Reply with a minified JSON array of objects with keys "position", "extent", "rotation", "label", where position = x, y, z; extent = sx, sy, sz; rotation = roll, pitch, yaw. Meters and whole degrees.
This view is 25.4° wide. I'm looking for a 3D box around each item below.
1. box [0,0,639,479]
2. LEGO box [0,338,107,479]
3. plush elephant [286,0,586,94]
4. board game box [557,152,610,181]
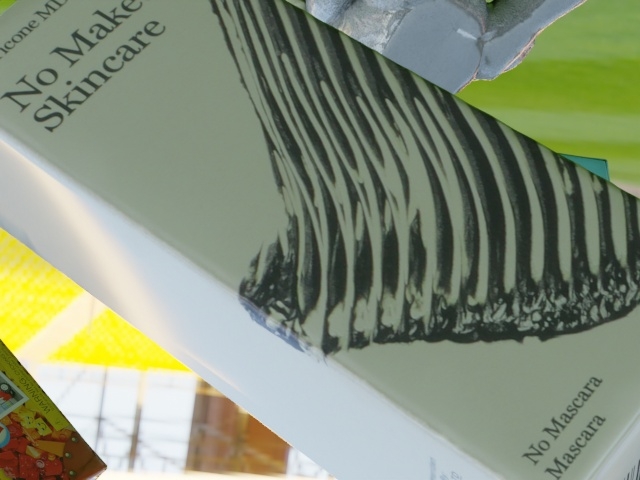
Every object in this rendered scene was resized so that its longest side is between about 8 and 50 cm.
[{"position":[0.000,0.000,0.496],"extent":[0.275,0.113,0.094],"rotation":[32,155,25],"label":"box"},{"position":[-0.561,0.202,1.651],"extent":[0.500,0.193,0.372],"rotation":[46,-143,14],"label":"LEGO box"},{"position":[0.063,-0.242,1.414],"extent":[0.271,0.330,0.255],"rotation":[19,-161,-39],"label":"plush elephant"},{"position":[0.177,0.008,1.598],"extent":[0.336,0.254,0.079],"rotation":[8,146,-17],"label":"board game box"}]
